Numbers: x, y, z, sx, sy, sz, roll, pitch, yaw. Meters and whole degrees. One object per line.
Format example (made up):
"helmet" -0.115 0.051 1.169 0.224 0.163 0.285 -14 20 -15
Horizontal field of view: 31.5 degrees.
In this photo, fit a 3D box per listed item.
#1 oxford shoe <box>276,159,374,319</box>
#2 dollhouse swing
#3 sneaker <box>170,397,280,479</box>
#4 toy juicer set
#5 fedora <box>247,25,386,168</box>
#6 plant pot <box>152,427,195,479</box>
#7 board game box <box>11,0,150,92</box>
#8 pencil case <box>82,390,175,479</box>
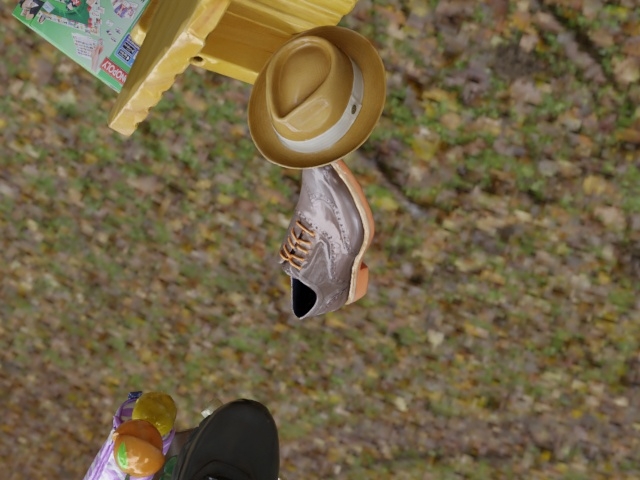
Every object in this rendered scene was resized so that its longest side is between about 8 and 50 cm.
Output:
"oxford shoe" 0.000 0.000 1.835 0.130 0.132 0.364 42 152 36
"dollhouse swing" -0.063 -0.268 1.404 0.315 0.305 0.347 16 148 -28
"sneaker" -0.104 0.284 1.048 0.109 0.286 0.130 22 166 -9
"toy juicer set" -0.152 0.278 1.361 0.209 0.089 0.329 52 -166 14
"fedora" -0.015 -0.185 1.381 0.194 0.194 0.079 10 167 24
"plant pot" -0.245 0.389 1.810 0.167 0.165 0.167 -9 173 -1
"board game box" -0.329 -0.372 1.820 0.046 0.213 0.317 34 179 26
"pencil case" -0.265 0.300 1.516 0.086 0.088 0.206 50 129 30
